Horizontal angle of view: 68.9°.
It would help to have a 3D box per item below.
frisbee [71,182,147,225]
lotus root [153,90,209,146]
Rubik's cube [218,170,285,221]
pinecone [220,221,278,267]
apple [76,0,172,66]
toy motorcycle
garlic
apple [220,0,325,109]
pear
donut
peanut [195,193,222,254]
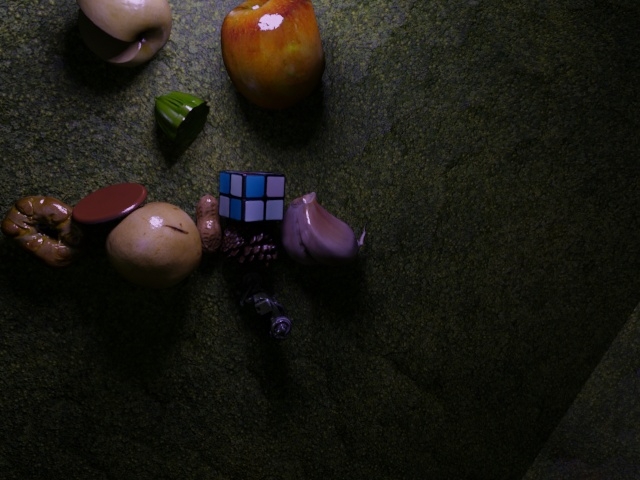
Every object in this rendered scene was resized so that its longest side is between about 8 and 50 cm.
[{"bbox_3d":[-0.703,-0.128,1.556,0.251,0.250,0.021,-18,125,-9],"label":"frisbee"},{"bbox_3d":[-0.499,-0.442,1.594,0.186,0.186,0.186,-3,102,-13],"label":"lotus root"},{"bbox_3d":[-0.245,-0.161,1.663,0.180,0.183,0.167,-5,103,-38],"label":"Rubik's cube"},{"bbox_3d":[-0.262,0.015,1.728,0.205,0.184,0.179,36,77,-47],"label":"pinecone"},{"bbox_3d":[-0.614,-0.695,1.441,0.292,0.292,0.254,-38,83,-4],"label":"apple"},{"bbox_3d":[-0.214,0.262,1.774,0.127,0.205,0.275,-36,112,-3],"label":"toy motorcycle"},{"bbox_3d":[0.000,0.000,1.807,0.340,0.232,0.245,27,49,-32],"label":"garlic"},{"bbox_3d":[-0.142,-0.637,1.567,0.374,0.374,0.383,43,50,-17],"label":"apple"},{"bbox_3d":[-0.561,0.021,1.594,0.310,0.309,0.308,-3,102,-13],"label":"pear"},{"bbox_3d":[-0.913,-0.037,1.581,0.208,0.128,0.261,-45,107,-3],"label":"donut"},{"bbox_3d":[-0.409,-0.056,1.710,0.095,0.108,0.225,-2,99,-22],"label":"peanut"}]
